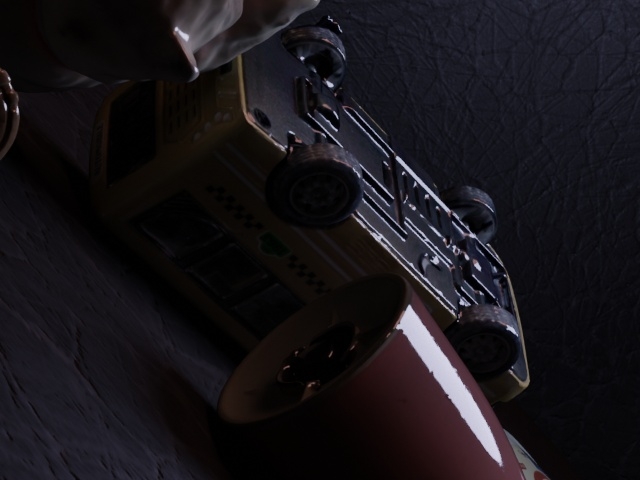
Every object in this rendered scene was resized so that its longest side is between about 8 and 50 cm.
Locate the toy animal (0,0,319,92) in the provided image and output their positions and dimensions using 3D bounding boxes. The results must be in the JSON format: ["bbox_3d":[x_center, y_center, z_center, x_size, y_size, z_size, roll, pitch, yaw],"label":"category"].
[{"bbox_3d":[-0.190,-0.202,1.188,0.308,0.266,0.188,58,20,-19],"label":"toy animal"}]

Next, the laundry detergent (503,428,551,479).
[{"bbox_3d":[0.168,0.251,1.596,0.280,0.105,0.215,50,5,30],"label":"laundry detergent"}]

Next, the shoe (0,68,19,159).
[{"bbox_3d":[-0.230,-0.098,0.900,0.180,0.089,0.092,39,6,-21],"label":"shoe"}]

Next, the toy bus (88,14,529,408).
[{"bbox_3d":[0.000,0.000,1.413,0.365,0.202,0.177,44,26,-33],"label":"toy bus"}]

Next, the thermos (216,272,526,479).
[{"bbox_3d":[0.070,0.169,1.172,0.265,0.146,0.176,54,-3,-16],"label":"thermos"}]
